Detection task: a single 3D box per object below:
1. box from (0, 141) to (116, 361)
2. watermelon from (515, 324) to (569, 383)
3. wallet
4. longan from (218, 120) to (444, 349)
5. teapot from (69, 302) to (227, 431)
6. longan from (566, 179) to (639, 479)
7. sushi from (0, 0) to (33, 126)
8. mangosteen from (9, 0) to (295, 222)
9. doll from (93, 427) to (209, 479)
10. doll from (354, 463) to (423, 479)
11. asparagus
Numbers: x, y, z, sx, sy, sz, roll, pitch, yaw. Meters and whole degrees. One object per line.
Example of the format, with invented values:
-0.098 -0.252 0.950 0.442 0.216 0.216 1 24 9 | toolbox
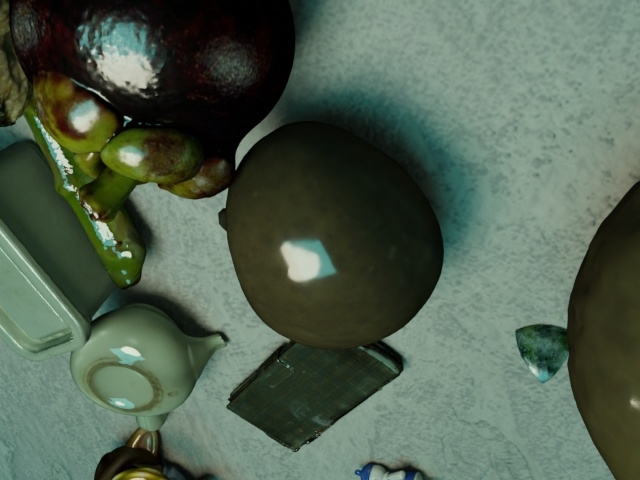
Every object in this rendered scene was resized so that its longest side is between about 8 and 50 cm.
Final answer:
-0.447 0.007 1.030 0.175 0.182 0.312 -21 113 30 | box
0.312 0.162 0.943 0.085 0.085 0.061 2 157 19 | watermelon
-0.018 0.241 1.120 0.169 0.044 0.317 35 129 -10 | wallet
0.000 0.000 0.829 0.300 0.243 0.300 13 119 24 | longan
-0.324 0.230 1.156 0.220 0.149 0.318 31 126 -13 | teapot
0.444 0.108 0.643 0.404 0.404 0.436 -24 114 31 | longan
-0.415 -0.268 0.751 0.171 0.211 0.350 5 153 -9 | sushi
-0.162 -0.197 0.721 0.297 0.297 0.313 -18 104 29 | mangosteen
-0.306 0.547 1.326 0.340 0.209 0.318 43 123 -8 | doll
0.128 0.426 1.187 0.143 0.057 0.099 11 140 19 | doll
-0.350 -0.088 0.996 0.082 0.085 0.343 -8 114 40 | asparagus
